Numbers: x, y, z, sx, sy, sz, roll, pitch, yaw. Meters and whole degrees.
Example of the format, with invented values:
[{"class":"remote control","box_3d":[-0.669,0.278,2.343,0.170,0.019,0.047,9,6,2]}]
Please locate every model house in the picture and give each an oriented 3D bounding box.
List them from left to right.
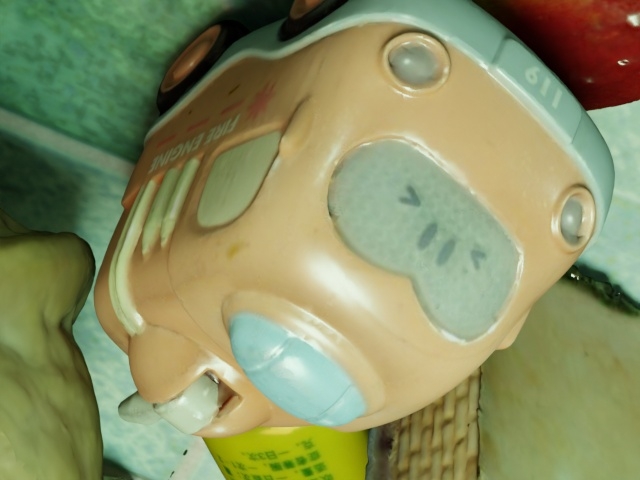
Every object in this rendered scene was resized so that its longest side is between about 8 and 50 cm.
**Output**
[{"class":"model house","box_3d":[0.111,0.120,0.948,0.183,0.166,0.172,22,145,-27]}]

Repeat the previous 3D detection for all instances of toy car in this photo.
[{"class":"toy car","box_3d":[0.000,0.000,0.795,0.180,0.212,0.270,41,147,-21]}]

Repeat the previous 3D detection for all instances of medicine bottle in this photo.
[{"class":"medicine bottle","box_3d":[0.014,0.198,1.060,0.111,0.076,0.309,-3,129,30]}]

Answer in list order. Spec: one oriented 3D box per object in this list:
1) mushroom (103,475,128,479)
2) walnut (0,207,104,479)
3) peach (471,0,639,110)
[{"class":"mushroom","box_3d":[-0.199,0.288,1.072,0.189,0.254,0.195,-3,159,11]},{"class":"walnut","box_3d":[-0.278,0.089,0.851,0.381,0.381,0.381,5,128,6]},{"class":"peach","box_3d":[0.143,-0.135,0.786,0.279,0.068,0.189,-4,129,12]}]
